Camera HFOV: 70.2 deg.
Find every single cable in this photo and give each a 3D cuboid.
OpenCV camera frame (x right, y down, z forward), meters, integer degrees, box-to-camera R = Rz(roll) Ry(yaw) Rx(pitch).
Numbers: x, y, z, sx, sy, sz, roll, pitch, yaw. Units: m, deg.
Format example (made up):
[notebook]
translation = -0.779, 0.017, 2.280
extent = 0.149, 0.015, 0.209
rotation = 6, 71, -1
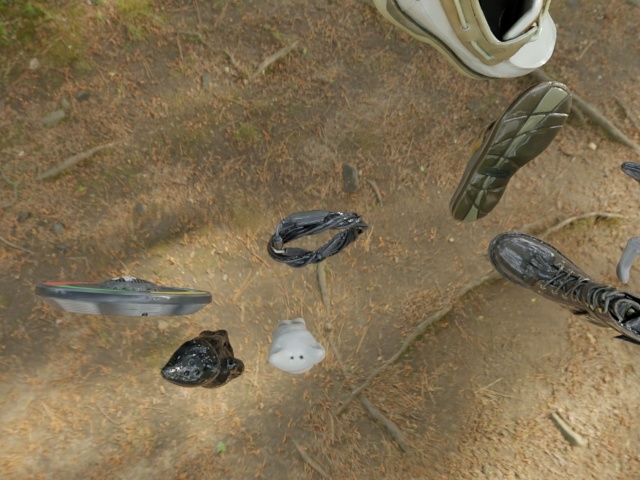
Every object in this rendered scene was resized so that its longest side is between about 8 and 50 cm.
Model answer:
[cable]
translation = 0.000, 0.000, 0.807
extent = 0.184, 0.150, 0.047
rotation = -10, 58, -17

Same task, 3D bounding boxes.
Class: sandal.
[sandal]
translation = 0.244, -0.120, 0.625
extent = 0.090, 0.219, 0.060
rotation = 7, 40, -21

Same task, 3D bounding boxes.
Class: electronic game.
[electronic game]
translation = -0.270, 0.075, 0.645
extent = 0.229, 0.229, 0.048
rotation = 4, 86, 0

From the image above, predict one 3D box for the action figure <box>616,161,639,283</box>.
[action figure]
translation = 0.499, -0.056, 0.431
extent = 0.330, 0.341, 0.178
rotation = -2, 47, 20

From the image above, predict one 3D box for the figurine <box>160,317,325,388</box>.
[figurine]
translation = -0.097, 0.164, 0.650
extent = 0.214, 0.209, 0.092
rotation = -8, 80, -4

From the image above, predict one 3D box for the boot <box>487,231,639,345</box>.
[boot]
translation = 0.393, 0.071, 0.684
extent = 0.263, 0.229, 0.091
rotation = 32, 97, 7

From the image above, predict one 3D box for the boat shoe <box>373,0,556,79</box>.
[boat shoe]
translation = 0.193, -0.246, 0.501
extent = 0.302, 0.103, 0.113
rotation = -3, 106, -39
